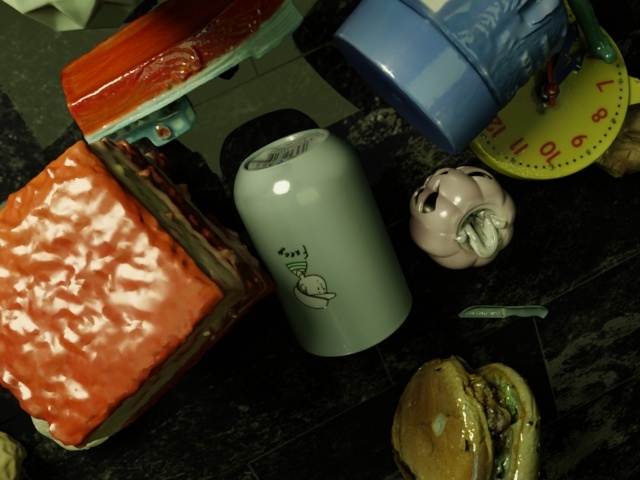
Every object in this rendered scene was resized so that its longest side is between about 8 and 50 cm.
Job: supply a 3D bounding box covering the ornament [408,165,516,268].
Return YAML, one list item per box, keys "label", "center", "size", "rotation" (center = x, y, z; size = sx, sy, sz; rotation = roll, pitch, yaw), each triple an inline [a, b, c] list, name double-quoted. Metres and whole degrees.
- label: "ornament"
  center: [0.243, -0.037, 0.936]
  size: [0.177, 0.177, 0.178]
  rotation: [-6, 113, -15]

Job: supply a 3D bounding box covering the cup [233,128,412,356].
- label: "cup"
  center: [0.000, 0.000, 0.855]
  size: [0.205, 0.205, 0.312]
  rotation: [-26, 115, -5]

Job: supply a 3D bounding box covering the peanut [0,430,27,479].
- label: "peanut"
  center: [-0.618, 0.356, 0.838]
  size: [0.291, 0.159, 0.143]
  rotation: [18, 131, -22]

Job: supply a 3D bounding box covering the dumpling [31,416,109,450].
- label: "dumpling"
  center: [-0.393, 0.272, 0.904]
  size: [0.176, 0.092, 0.150]
  rotation: [-35, 115, -1]

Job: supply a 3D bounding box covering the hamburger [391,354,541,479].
- label: "hamburger"
  center: [0.268, 0.356, 1.020]
  size: [0.195, 0.318, 0.277]
  rotation: [15, 100, -12]

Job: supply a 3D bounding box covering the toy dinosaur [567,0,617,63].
- label: "toy dinosaur"
  center: [0.295, -0.454, 0.799]
  size: [0.129, 0.384, 0.330]
  rotation: [-34, 153, 24]

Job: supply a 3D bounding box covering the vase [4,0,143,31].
- label: "vase"
  center: [-0.243, -0.306, 0.570]
  size: [0.164, 0.360, 0.165]
  rotation: [-6, 113, -14]

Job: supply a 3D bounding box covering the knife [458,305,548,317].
- label: "knife"
  center: [0.381, 0.147, 1.133]
  size: [0.210, 0.015, 0.028]
  rotation: [3, 116, -17]

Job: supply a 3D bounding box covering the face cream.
- label: "face cream"
  center: [0.178, -0.281, 0.764]
  size: [0.249, 0.249, 0.225]
  rotation: [38, 102, -26]

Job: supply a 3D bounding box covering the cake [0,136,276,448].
- label: "cake"
  center: [-0.243, 0.057, 0.701]
  size: [0.270, 0.319, 0.269]
  rotation: [-44, 89, 3]

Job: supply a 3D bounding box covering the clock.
- label: "clock"
  center: [0.364, -0.240, 0.888]
  size: [0.293, 0.071, 0.277]
  rotation: [-43, 93, 3]

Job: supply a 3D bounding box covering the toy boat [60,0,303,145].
- label: "toy boat"
  center: [-0.174, -0.238, 0.748]
  size: [0.331, 0.145, 0.133]
  rotation: [-32, 139, 0]

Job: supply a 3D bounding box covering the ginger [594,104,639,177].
- label: "ginger"
  center: [0.585, -0.187, 0.999]
  size: [0.353, 0.126, 0.190]
  rotation: [-12, 110, -12]
